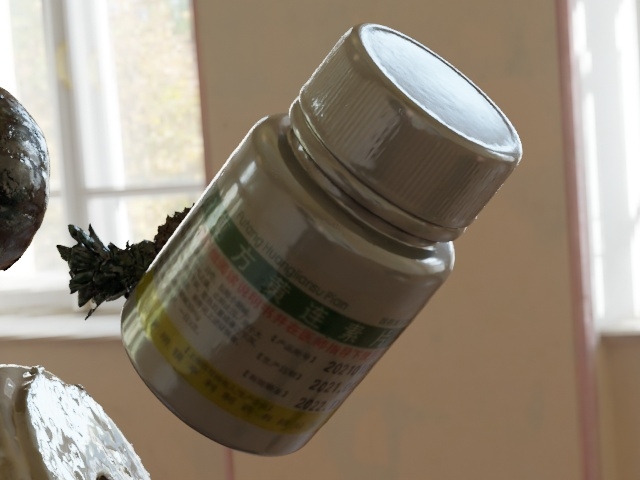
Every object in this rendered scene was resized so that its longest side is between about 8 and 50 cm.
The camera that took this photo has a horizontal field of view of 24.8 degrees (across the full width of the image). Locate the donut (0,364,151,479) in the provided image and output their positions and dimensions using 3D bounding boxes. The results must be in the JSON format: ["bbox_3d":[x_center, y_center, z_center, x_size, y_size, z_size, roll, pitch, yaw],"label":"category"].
[{"bbox_3d":[-0.261,0.306,1.487,0.142,0.383,0.382,-32,2,5],"label":"donut"}]

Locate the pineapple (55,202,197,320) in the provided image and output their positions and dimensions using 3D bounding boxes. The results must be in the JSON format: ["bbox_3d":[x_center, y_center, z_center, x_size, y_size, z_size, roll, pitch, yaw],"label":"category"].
[{"bbox_3d":[-0.155,0.006,1.479,0.221,0.103,0.083,-15,-11,-16],"label":"pineapple"}]

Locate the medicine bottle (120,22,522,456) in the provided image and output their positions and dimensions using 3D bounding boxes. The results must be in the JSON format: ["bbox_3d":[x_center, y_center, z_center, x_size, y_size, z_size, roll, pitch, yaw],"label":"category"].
[{"bbox_3d":[0.000,0.000,1.232,0.208,0.340,0.208,31,24,-16],"label":"medicine bottle"}]

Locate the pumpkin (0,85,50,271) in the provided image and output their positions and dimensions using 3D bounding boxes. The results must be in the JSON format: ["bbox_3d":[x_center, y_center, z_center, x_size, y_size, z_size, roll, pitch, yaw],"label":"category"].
[{"bbox_3d":[-0.397,-0.063,1.556,0.233,0.233,0.163,-1,-14,37],"label":"pumpkin"}]
